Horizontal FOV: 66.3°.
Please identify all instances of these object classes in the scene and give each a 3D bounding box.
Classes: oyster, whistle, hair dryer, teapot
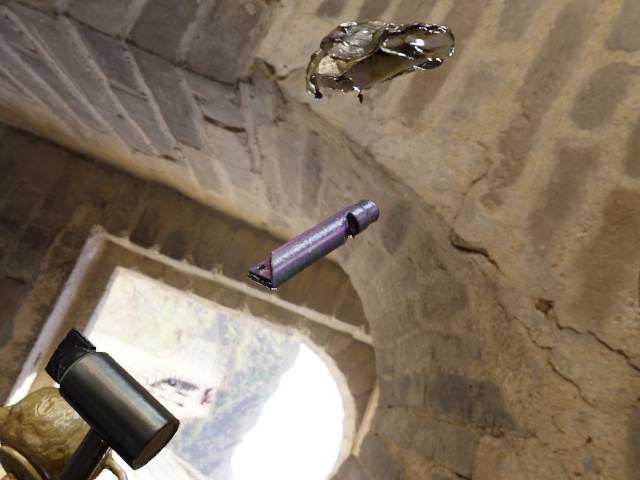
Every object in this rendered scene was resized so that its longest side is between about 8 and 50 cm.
[{"bbox_3d":[0.081,-0.268,0.693,0.354,0.200,0.107,-41,114,-70],"label":"oyster"},{"bbox_3d":[0.000,0.000,0.491,0.176,0.033,0.033,-33,157,-41],"label":"whistle"},{"bbox_3d":[-0.326,0.271,0.643,0.248,0.195,0.078,-56,164,4],"label":"hair dryer"},{"bbox_3d":[-0.494,0.393,0.892,0.167,0.311,0.203,-45,170,-48],"label":"teapot"}]

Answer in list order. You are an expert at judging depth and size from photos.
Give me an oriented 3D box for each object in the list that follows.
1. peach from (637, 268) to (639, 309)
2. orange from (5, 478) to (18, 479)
[{"bbox_3d":[0.567,0.083,0.665,0.252,0.252,0.253,-159,-90,-87],"label":"peach"},{"bbox_3d":[-0.143,0.216,0.193,0.182,0.234,0.235,-110,-144,-50],"label":"orange"}]
